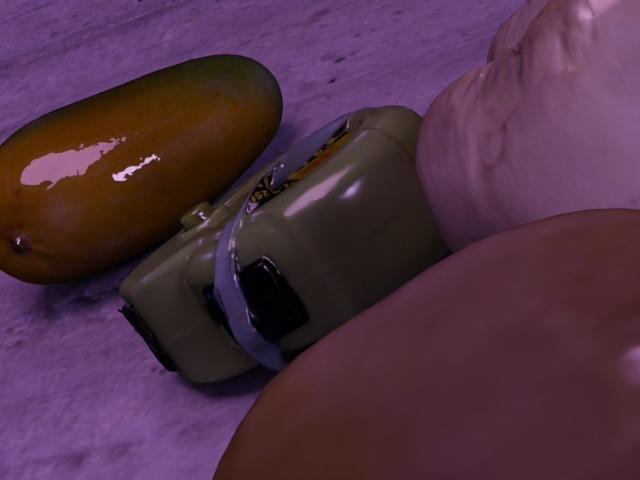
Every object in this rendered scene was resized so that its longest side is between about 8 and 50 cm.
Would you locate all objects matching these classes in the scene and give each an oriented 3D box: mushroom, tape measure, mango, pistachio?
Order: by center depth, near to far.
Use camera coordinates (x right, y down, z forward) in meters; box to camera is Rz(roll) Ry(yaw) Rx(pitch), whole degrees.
[{"bbox_3d":[0.095,0.091,0.511,0.288,0.197,0.166,-22,-20,41],"label":"pistachio"},{"bbox_3d":[0.152,-0.089,0.651,0.260,0.234,0.254,-23,-6,-32],"label":"mushroom"},{"bbox_3d":[0.000,0.000,0.827,0.200,0.106,0.175,-36,12,-19],"label":"tape measure"},{"bbox_3d":[-0.131,-0.055,1.068,0.251,0.114,0.156,-24,12,-18],"label":"mango"}]
